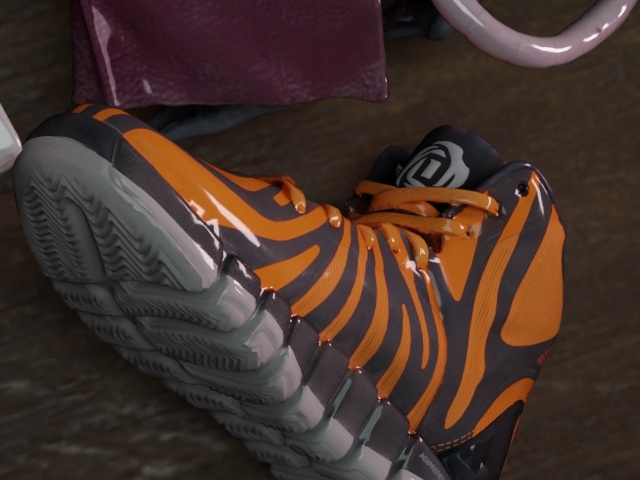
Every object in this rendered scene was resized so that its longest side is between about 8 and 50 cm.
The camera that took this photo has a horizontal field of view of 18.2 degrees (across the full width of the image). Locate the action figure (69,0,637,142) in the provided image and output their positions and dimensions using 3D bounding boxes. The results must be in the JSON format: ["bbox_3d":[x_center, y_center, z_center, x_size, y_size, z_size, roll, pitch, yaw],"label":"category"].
[{"bbox_3d":[-0.052,-0.222,0.864,0.248,0.275,0.370,-44,128,-41],"label":"action figure"}]

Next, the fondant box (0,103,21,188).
[{"bbox_3d":[-0.250,-0.145,0.842,0.096,0.238,0.330,-29,92,-14],"label":"fondant box"}]

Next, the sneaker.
[{"bbox_3d":[0.000,0.000,0.918,0.321,0.124,0.180,48,64,-42],"label":"sneaker"}]
